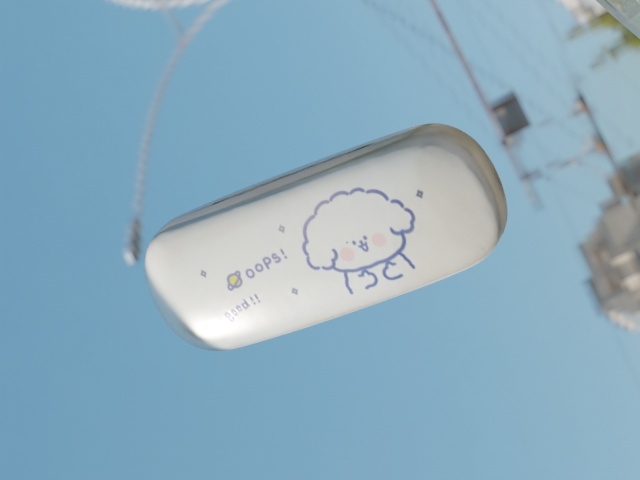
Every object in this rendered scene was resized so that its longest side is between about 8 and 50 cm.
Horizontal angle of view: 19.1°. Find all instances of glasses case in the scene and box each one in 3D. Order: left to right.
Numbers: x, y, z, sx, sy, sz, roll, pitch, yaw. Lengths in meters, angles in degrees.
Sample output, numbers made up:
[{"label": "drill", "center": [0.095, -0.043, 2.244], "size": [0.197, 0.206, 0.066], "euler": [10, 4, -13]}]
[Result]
[{"label": "glasses case", "center": [0.000, 0.000, 0.957], "size": [0.076, 0.197, 0.049], "euler": [65, -155, -13]}]

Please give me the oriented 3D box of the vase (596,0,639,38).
[{"label": "vase", "center": [0.211, -0.149, 1.154], "size": [0.214, 0.086, 0.086], "euler": [52, -161, 1]}]
